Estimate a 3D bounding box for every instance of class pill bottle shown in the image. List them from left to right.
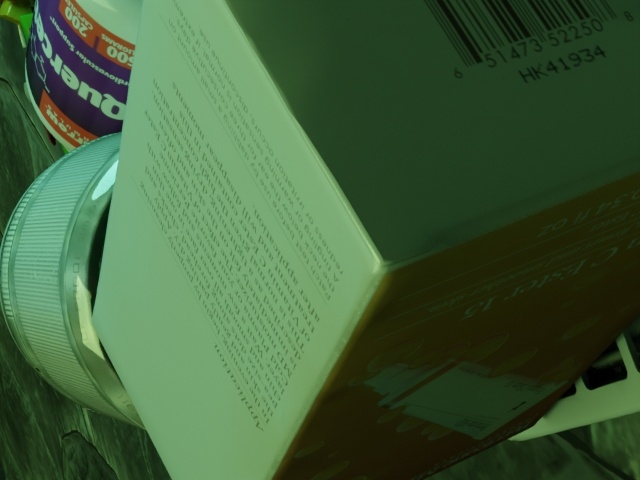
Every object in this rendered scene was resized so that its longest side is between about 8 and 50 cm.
[{"bbox_3d":[-0.139,-0.169,1.090,0.181,0.182,0.323,63,156,12],"label":"pill bottle"}]

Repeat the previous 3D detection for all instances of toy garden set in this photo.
[{"bbox_3d":[-0.315,-0.218,1.606,0.204,0.049,0.244,11,121,61],"label":"toy garden set"}]

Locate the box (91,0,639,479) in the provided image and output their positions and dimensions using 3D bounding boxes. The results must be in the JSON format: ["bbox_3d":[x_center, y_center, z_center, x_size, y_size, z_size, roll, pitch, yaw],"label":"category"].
[{"bbox_3d":[0.034,-0.007,0.634,0.168,0.215,0.345,60,155,20],"label":"box"}]

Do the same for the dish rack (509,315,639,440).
[{"bbox_3d":[0.112,-0.061,0.778,0.332,0.072,0.285,66,157,6],"label":"dish rack"}]

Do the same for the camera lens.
[{"bbox_3d":[-0.101,0.026,0.967,0.274,0.219,0.219,0,109,65],"label":"camera lens"}]
